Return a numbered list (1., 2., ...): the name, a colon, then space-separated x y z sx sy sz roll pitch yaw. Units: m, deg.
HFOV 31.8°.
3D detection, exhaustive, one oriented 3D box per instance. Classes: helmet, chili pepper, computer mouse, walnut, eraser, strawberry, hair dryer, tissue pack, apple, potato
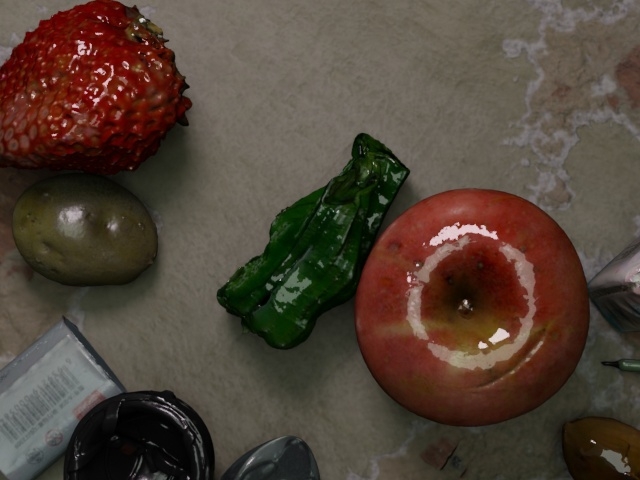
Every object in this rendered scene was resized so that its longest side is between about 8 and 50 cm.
1. helmet: -0.272 0.361 1.765 0.230 0.160 0.279 21 99 10
2. chili pepper: 0.009 0.007 1.785 0.167 0.213 0.385 38 87 -17
3. computer mouse: -0.140 0.468 1.780 0.167 0.090 0.379 34 88 -33
4. walnut: 0.485 0.367 1.794 0.245 0.137 0.137 35 85 2
5. eraser: -0.446 0.260 1.812 0.227 0.081 0.174 -41 83 -3
6. strawberry: -0.381 -0.217 1.741 0.351 0.312 0.267 -20 107 -2
7. hair dryer: 0.538 0.205 1.847 0.150 0.071 0.047 5 83 15
8. tissue pack: 0.542 0.045 1.752 0.201 0.271 0.124 -44 85 -5
9. apple: 0.231 0.105 1.718 0.364 0.364 0.364 0 85 -1
10. potato: -0.376 -0.014 1.806 0.235 0.160 0.178 26 109 -8
